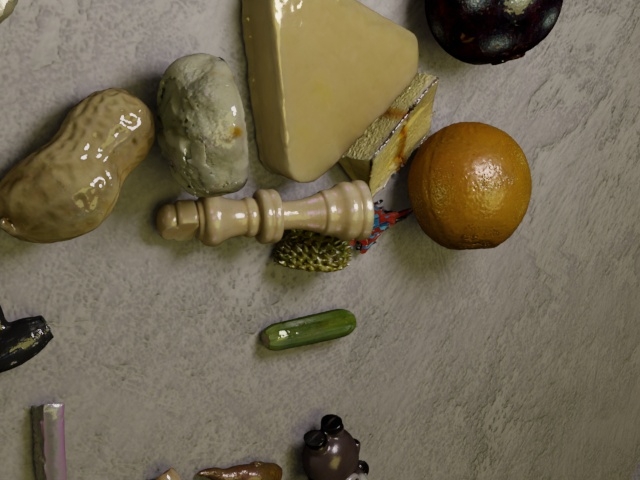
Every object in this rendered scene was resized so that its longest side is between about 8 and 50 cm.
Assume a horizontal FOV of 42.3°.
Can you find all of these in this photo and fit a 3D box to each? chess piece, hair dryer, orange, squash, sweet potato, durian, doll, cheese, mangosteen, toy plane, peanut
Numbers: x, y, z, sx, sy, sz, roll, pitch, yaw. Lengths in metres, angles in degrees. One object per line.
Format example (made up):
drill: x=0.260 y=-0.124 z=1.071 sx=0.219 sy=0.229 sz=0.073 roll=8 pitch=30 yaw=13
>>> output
chess piece: x=-0.102 y=-0.047 z=1.514 sx=0.396 sy=0.117 sz=0.117 roll=-3 pitch=108 yaw=-20
hair dryer: x=-0.549 y=0.117 z=1.295 sx=0.195 sy=0.075 sz=0.219 roll=-28 pitch=111 yaw=-18
orange: x=0.314 y=-0.112 z=1.750 sx=0.274 sy=0.274 sz=0.274 roll=-14 pitch=114 yaw=-34
squash: x=-0.019 y=0.186 z=1.725 sx=0.228 sy=0.066 sz=0.066 roll=-9 pitch=111 yaw=-34
sweet potato: x=-0.152 y=0.494 z=1.727 sx=0.226 sy=0.068 sz=0.068 roll=12 pitch=98 yaw=-40
durian: x=0.000 y=-0.004 z=1.635 sx=0.186 sy=0.119 sz=0.108 roll=-10 pitch=115 yaw=-34
doll: x=0.035 y=0.508 z=1.846 sx=0.182 sy=0.117 sz=0.257 roll=-35 pitch=122 yaw=-31
cheese: x=-0.010 y=-0.340 z=1.519 sx=0.383 sy=0.104 sz=0.384 roll=-14 pitch=114 yaw=-34
mangosteen: x=0.336 y=-0.491 z=1.639 sx=0.288 sy=0.288 sz=0.288 roll=-14 pitch=114 yaw=-34
toy plane: x=0.127 y=-0.042 z=1.758 sx=0.189 sy=0.061 sz=0.130 roll=-29 pitch=135 yaw=-40
peanut: x=-0.368 y=-0.104 z=1.287 sx=0.291 sy=0.159 sz=0.143 roll=-49 pitch=166 yaw=-14

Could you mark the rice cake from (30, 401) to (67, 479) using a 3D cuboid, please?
rice cake: x=-0.470 y=0.400 z=1.451 sx=0.055 sy=0.049 sz=0.270 roll=-16 pitch=115 yaw=-49

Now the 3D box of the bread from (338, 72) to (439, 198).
bread: x=0.167 y=-0.201 z=1.687 sx=0.240 sy=0.135 sz=0.178 roll=-52 pitch=129 yaw=-15

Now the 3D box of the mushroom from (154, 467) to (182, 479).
mushroom: x=-0.257 y=0.544 z=1.602 sx=0.207 sy=0.207 sz=0.215 roll=-26 pitch=87 yaw=-29

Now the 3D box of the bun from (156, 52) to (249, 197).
bun: x=-0.199 y=-0.178 z=1.355 sx=0.141 sy=0.239 sz=0.239 roll=-10 pitch=113 yaw=-12

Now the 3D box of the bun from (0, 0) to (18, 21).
bun: x=-0.525 y=-0.351 z=1.074 sx=0.259 sy=0.152 sz=0.260 roll=0 pitch=91 yaw=-26
